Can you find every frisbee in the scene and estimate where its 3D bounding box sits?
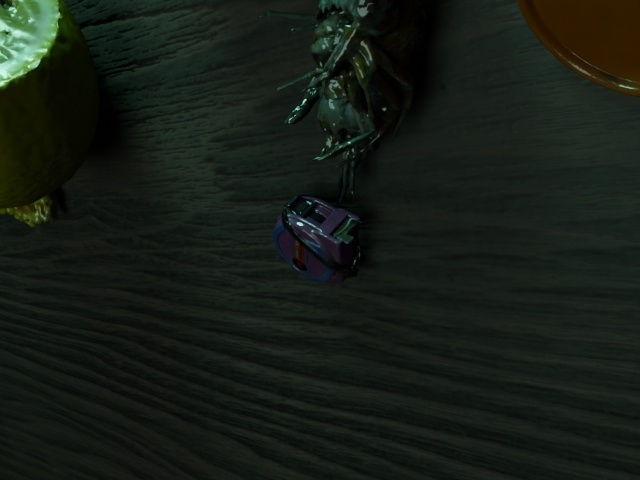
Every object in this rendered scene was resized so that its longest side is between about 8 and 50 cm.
[{"bbox_3d":[0.249,-0.197,0.551,0.192,0.035,0.192,39,172,6],"label":"frisbee"}]

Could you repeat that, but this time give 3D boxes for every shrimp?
[{"bbox_3d":[0.025,-0.195,0.727,0.172,0.137,0.372,47,134,29],"label":"shrimp"}]

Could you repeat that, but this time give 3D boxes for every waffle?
[{"bbox_3d":[-0.618,-0.159,1.305,0.309,0.065,0.283,44,135,7],"label":"waffle"}]

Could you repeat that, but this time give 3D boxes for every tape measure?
[{"bbox_3d":[0.000,0.000,0.878,0.125,0.074,0.118,32,149,22],"label":"tape measure"}]

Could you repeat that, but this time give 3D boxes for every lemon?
[{"bbox_3d":[-0.507,-0.204,1.006,0.364,0.364,0.365,19,124,30],"label":"lemon"}]
